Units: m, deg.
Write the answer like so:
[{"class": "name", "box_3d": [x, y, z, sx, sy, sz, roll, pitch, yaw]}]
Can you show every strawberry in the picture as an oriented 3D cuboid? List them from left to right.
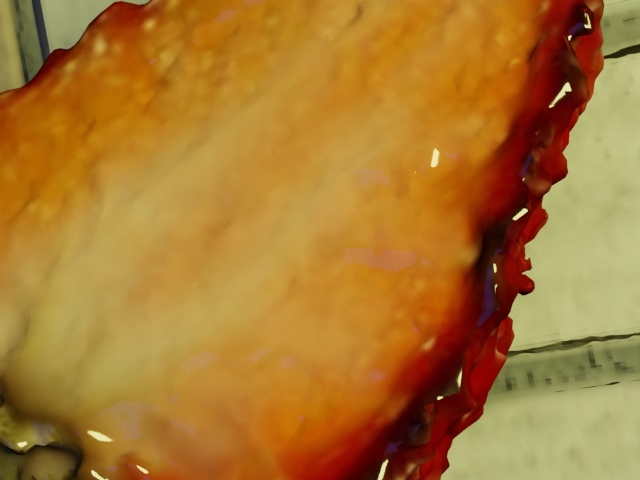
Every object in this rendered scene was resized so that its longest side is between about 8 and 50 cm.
[{"class": "strawberry", "box_3d": [0.000, 0.000, 0.539, 0.236, 0.111, 0.190, -46, 60, 0]}]
